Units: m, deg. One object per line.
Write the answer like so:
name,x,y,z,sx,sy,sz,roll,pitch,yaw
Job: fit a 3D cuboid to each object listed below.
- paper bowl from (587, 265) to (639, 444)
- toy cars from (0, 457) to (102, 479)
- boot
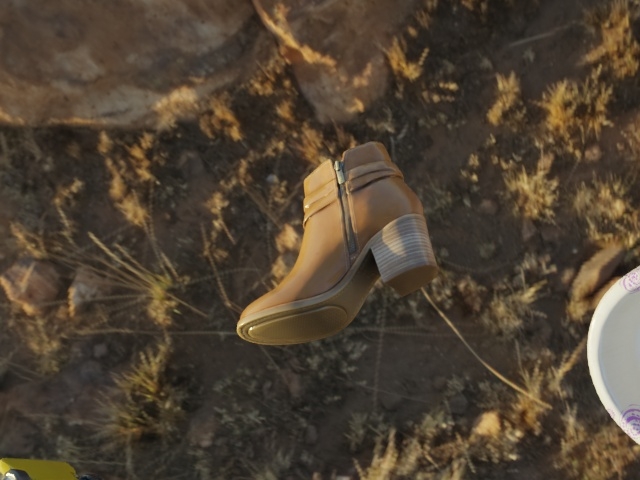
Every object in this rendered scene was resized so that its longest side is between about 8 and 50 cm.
paper bowl,0.509,0.145,1.195,0.284,0.148,0.284,12,109,36
toy cars,-0.338,0.243,0.870,0.394,0.176,0.087,22,91,1
boot,0.000,0.000,1.219,0.284,0.109,0.220,-28,56,14
